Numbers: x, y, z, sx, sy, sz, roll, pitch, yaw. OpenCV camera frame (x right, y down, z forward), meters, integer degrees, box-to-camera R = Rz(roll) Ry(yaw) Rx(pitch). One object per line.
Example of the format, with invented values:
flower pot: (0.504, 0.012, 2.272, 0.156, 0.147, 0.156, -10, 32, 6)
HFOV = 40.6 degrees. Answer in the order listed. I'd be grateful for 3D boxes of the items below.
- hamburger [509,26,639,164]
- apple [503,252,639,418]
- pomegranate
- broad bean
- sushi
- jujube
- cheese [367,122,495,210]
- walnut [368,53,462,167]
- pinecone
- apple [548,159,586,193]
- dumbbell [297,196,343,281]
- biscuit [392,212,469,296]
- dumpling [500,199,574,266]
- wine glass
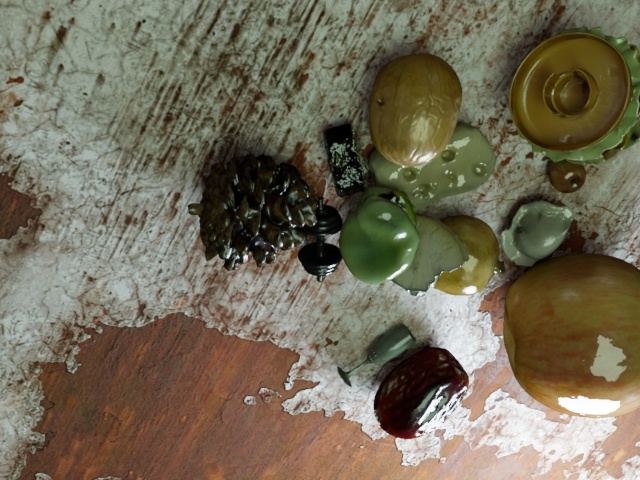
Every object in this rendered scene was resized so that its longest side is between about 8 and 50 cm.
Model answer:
hamburger: (0.532, -0.286, 1.735, 0.212, 0.274, 0.274, -2, 129, -54)
apple: (0.598, 0.216, 1.983, 0.347, 0.391, 0.391, -3, 123, 10)
pomegranate: (0.320, 0.037, 1.918, 0.196, 0.196, 0.196, -6, 121, -10)
broad bean: (0.127, -0.009, 1.808, 0.169, 0.100, 0.228, 19, 126, -9)
sushi: (0.054, -0.167, 1.784, 0.078, 0.090, 0.150, -14, 117, 5)
jujube: (0.244, 0.379, 2.107, 0.243, 0.183, 0.183, -40, 121, 12)
cheese: (0.241, -0.153, 1.837, 0.263, 0.093, 0.159, -21, 125, 0)
walnut: (0.181, -0.256, 1.697, 0.193, 0.193, 0.225, 11, 101, -20)
pinecone: (-0.131, -0.065, 1.718, 0.257, 0.243, 0.243, -25, 123, -11)
apple: (0.549, -0.148, 1.928, 0.084, 0.071, 0.084, -8, 130, -9)
dumbbell: (0.000, 0.000, 1.864, 0.099, 0.099, 0.208, -6, 122, -10)
biscuit: (0.200, 0.034, 1.871, 0.040, 0.265, 0.188, -16, 102, -52)
dumpling: (0.489, -0.024, 1.974, 0.127, 0.108, 0.188, 37, 123, -3)
wine glass: (0.136, 0.275, 2.085, 0.198, 0.066, 0.066, -36, 122, 9)
